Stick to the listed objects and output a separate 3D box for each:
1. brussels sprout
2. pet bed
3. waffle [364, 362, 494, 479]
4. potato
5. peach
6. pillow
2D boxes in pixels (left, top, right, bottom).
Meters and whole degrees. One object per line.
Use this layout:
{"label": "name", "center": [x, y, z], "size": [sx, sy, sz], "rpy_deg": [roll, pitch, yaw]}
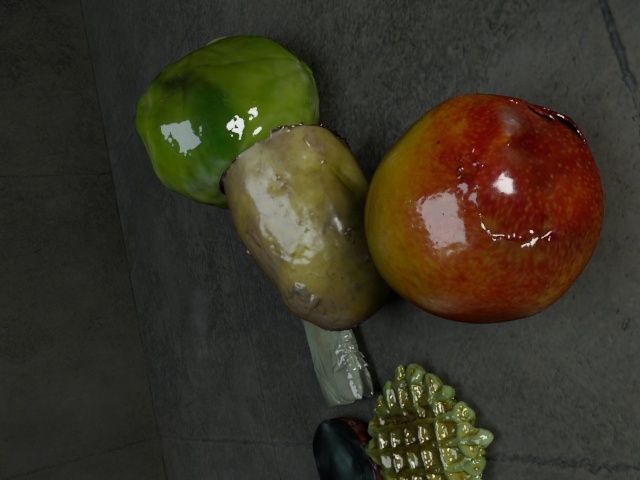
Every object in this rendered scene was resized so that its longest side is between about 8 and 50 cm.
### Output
{"label": "brussels sprout", "center": [-0.157, -0.198, 1.056], "size": [0.344, 0.344, 0.268], "rpy_deg": [29, 155, 54]}
{"label": "pet bed", "center": [0.053, 0.388, 1.026], "size": [0.201, 0.053, 0.201], "rpy_deg": [21, 114, 57]}
{"label": "waffle", "center": [0.141, 0.282, 0.851], "size": [0.208, 0.054, 0.214], "rpy_deg": [43, 126, 51]}
{"label": "potato", "center": [0.000, 0.000, 0.892], "size": [0.229, 0.229, 0.266], "rpy_deg": [-51, 58, 51]}
{"label": "peach", "center": [0.157, -0.030, 0.612], "size": [0.231, 0.231, 0.231], "rpy_deg": [20, 113, 56]}
{"label": "pillow", "center": [0.017, 0.165, 1.040], "size": [0.148, 0.050, 0.229], "rpy_deg": [-37, 62, 51]}
